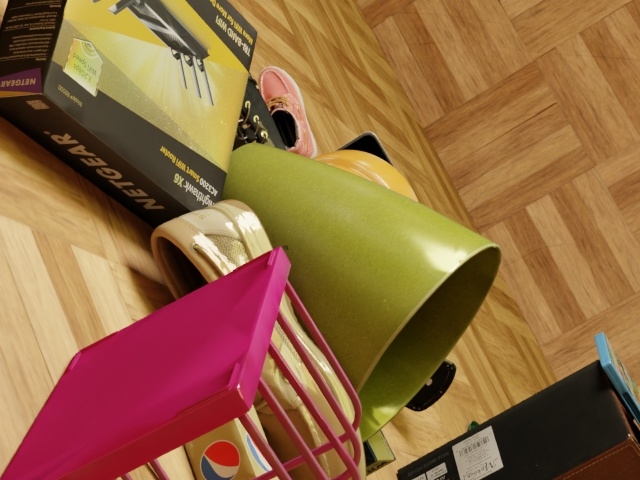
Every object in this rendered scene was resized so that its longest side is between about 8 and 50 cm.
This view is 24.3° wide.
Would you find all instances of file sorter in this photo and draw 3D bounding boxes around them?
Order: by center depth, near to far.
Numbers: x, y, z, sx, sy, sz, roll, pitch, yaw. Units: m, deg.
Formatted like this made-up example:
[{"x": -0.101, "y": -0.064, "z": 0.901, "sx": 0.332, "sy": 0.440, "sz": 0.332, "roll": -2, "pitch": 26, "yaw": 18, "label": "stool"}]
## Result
[{"x": -0.085, "y": 0.167, "z": 1.111, "sx": 0.182, "sy": 0.202, "sz": 0.291, "roll": 59, "pitch": 13, "yaw": -13, "label": "file sorter"}]

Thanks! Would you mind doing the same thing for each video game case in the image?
[{"x": 0.396, "y": 0.204, "z": 1.872, "sx": 0.166, "sy": 0.015, "sz": 0.119, "roll": 57, "pitch": 13, "yaw": -9, "label": "video game case"}]

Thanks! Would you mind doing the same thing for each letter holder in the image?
[{"x": 0.288, "y": 0.333, "z": 1.888, "sx": 0.214, "sy": 0.302, "sz": 0.152, "roll": 51, "pitch": 15, "yaw": -32, "label": "letter holder"}]

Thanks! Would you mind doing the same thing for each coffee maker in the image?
[{"x": 0.100, "y": 0.124, "z": 2.062, "sx": 0.171, "sy": 0.120, "sz": 0.178, "roll": 52, "pitch": 14, "yaw": -27, "label": "coffee maker"}]

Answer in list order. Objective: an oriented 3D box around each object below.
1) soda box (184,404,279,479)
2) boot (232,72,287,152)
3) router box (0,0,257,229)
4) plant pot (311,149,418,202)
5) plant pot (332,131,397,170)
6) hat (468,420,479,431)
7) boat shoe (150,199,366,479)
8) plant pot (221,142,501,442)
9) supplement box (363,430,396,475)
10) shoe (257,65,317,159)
[{"x": -0.067, "y": 0.231, "z": 1.339, "sx": 0.061, "sy": 0.058, "sz": 0.181, "roll": 38, "pitch": 24, "yaw": -57, "label": "soda box"}, {"x": -0.100, "y": -0.156, "z": 1.986, "sx": 0.179, "sy": 0.085, "sz": 0.236, "roll": 61, "pitch": 2, "yaw": 5, "label": "boot"}, {"x": -0.191, "y": -0.180, "z": 1.500, "sx": 0.309, "sy": 0.081, "sz": 0.243, "roll": 40, "pitch": 55, "yaw": -54, "label": "router box"}, {"x": 0.000, "y": 0.000, "z": 1.851, "sx": 0.205, "sy": 0.205, "sz": 0.188, "roll": 60, "pitch": 29, "yaw": 5, "label": "plant pot"}, {"x": 0.039, "y": -0.023, "z": 2.063, "sx": 0.188, "sy": 0.187, "sz": 0.167, "roll": 59, "pitch": 2, "yaw": 0, "label": "plant pot"}, {"x": 0.357, "y": 0.333, "z": 2.404, "sx": 0.173, "sy": 0.183, "sz": 0.208, "roll": 58, "pitch": 13, "yaw": -4, "label": "hat"}, {"x": -0.069, "y": 0.130, "z": 1.487, "sx": 0.110, "sy": 0.121, "sz": 0.341, "roll": -21, "pitch": 81, "yaw": -41, "label": "boat shoe"}, {"x": -0.002, "y": 0.032, "z": 1.632, "sx": 0.293, "sy": 0.275, "sz": 0.275, "roll": 37, "pitch": 7, "yaw": 17, "label": "plant pot"}, {"x": 0.035, "y": 0.231, "z": 1.720, "sx": 0.083, "sy": 0.056, "sz": 0.083, "roll": 63, "pitch": 14, "yaw": 15, "label": "supplement box"}, {"x": -0.060, "y": -0.205, "z": 2.326, "sx": 0.178, "sy": 0.063, "sz": 0.081, "roll": 68, "pitch": 10, "yaw": 18, "label": "shoe"}]
